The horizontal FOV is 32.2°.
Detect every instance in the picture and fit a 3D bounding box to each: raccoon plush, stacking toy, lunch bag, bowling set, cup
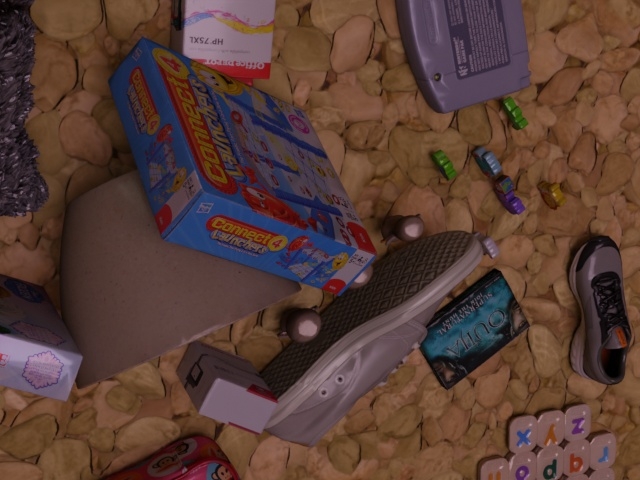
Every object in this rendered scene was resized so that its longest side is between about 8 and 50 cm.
[{"bbox_3d":[-0.401,-0.158,1.326,0.216,0.446,0.299,-28,100,-28],"label":"raccoon plush"},{"bbox_3d":[0.291,-0.099,1.818,0.167,0.052,0.221,-37,112,-12],"label":"stacking toy"},{"bbox_3d":[-0.242,0.467,1.712,0.293,0.120,0.258,-26,116,-13],"label":"lunch bag"},{"bbox_3d":[0.000,0.000,1.691,0.287,0.154,0.200,-40,96,-8],"label":"bowling set"},{"bbox_3d":[-0.224,0.029,1.520,0.331,0.331,0.236,-24,89,-15],"label":"cup"}]

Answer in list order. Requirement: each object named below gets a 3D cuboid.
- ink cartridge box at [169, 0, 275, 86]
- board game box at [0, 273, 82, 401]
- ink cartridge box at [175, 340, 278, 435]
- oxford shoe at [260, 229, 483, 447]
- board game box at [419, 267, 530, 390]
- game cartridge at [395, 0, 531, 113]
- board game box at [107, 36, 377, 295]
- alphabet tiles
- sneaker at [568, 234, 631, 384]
[{"bbox_3d":[-0.139,-0.303,1.570,0.134,0.078,0.230,-1,104,-22],"label":"ink cartridge box"},{"bbox_3d":[-0.484,0.082,1.397,0.318,0.319,0.065,20,95,-26],"label":"board game box"},{"bbox_3d":[-0.142,0.218,1.665,0.109,0.150,0.063,25,97,-26],"label":"ink cartridge box"},{"bbox_3d":[0.081,0.154,1.734,0.449,0.169,0.130,-42,112,1],"label":"oxford shoe"},{"bbox_3d":[0.255,0.151,1.878,0.186,0.026,0.126,-36,113,-10],"label":"board game box"},{"bbox_3d":[0.216,-0.355,1.718,0.196,0.060,0.294,-19,110,-20],"label":"game cartridge"},{"bbox_3d":[-0.104,-0.097,1.472,0.302,0.308,0.086,19,124,-42],"label":"board game box"},{"bbox_3d":[0.412,0.435,2.019,0.284,0.021,0.277,-8,106,-20],"label":"alphabet tiles"},{"bbox_3d":[0.497,0.123,1.926,0.100,0.108,0.271,-10,106,-18],"label":"sneaker"}]
